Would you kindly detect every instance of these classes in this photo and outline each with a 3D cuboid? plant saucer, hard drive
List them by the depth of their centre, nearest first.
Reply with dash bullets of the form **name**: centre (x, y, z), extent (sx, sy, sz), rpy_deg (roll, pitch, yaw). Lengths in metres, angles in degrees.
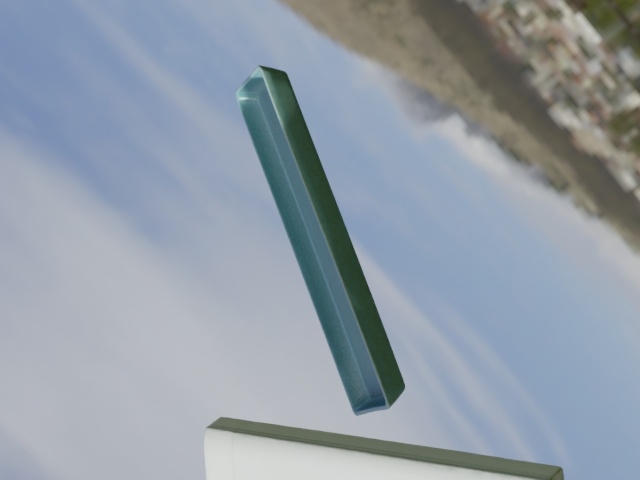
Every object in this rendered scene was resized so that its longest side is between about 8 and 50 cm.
- **plant saucer**: centre (0.000, 0.000, 0.973), extent (0.192, 0.018, 0.067), rpy_deg (69, 163, 3)
- **hard drive**: centre (0.051, 0.263, 1.497), extent (0.040, 0.307, 0.203), rpy_deg (-32, -57, -58)
